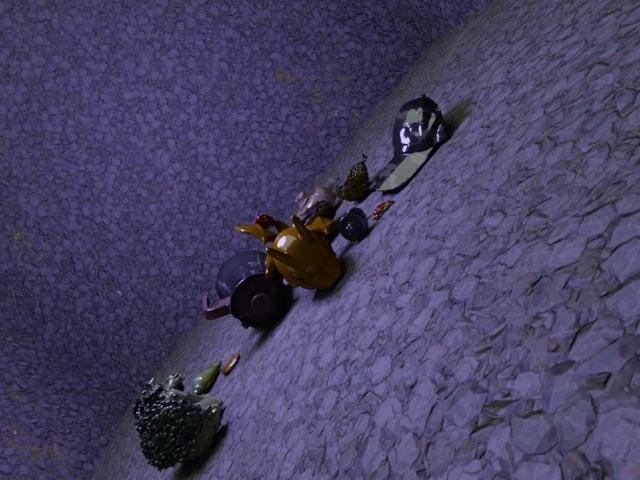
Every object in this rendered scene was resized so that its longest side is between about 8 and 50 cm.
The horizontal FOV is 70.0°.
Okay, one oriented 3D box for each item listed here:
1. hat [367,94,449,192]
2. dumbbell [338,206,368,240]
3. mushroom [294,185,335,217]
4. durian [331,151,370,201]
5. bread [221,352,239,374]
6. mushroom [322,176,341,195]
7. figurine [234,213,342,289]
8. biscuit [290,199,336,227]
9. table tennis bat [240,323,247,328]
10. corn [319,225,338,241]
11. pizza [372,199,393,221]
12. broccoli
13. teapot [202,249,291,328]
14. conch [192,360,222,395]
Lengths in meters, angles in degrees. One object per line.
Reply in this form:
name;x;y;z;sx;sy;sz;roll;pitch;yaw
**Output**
hat;0.308;-0.373;1.794;0.381;0.257;0.366;-32;8;-7
dumbbell;0.132;-0.077;1.757;0.110;0.110;0.254;-46;7;19
mushroom;-0.038;-0.173;2.430;0.254;0.195;0.189;-51;15;10
durian;0.170;-0.274;2.110;0.237;0.137;0.193;-54;9;-1
bread;-0.388;0.532;1.970;0.110;0.024;0.110;-47;13;15
mushroom;0.053;-0.290;2.696;0.247;0.108;0.096;-60;-26;-46
figurine;-0.112;0.034;1.690;0.387;0.400;0.268;-161;78;-72
biscuit;-0.056;-0.049;2.127;0.332;0.103;0.332;-47;-10;-11
table tennis bat;-0.305;0.310;2.312;0.200;0.038;0.310;-33;20;54
corn;0.000;0.000;2.066;0.207;0.068;0.068;-49;12;5
pizza;0.232;-0.127;1.700;0.099;0.029;0.100;-41;15;33
broccoli;-0.468;0.593;1.564;0.347;0.294;0.280;-31;-19;28
teapot;-0.318;0.222;1.950;0.375;0.306;0.361;-17;14;-14
conch;-0.512;0.623;2.034;0.095;0.079;0.200;-58;-11;32
